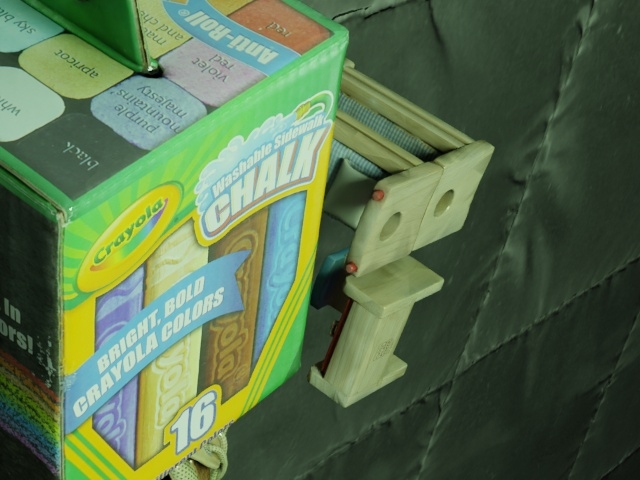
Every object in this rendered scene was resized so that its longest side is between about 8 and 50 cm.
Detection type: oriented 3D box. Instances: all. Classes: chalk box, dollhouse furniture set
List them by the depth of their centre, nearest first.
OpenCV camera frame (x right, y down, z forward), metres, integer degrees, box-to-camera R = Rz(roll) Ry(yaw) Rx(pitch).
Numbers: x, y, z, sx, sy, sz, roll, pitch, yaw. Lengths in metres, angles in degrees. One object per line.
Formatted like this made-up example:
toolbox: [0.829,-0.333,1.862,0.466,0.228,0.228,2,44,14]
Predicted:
chalk box: [-0.114,-0.038,0.765,0.179,0.180,0.289,-36,149,-38]
dollhouse furniture set: [0.000,0.000,1.081,0.129,0.129,0.183,-22,139,-51]

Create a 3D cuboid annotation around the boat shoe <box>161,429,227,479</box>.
boat shoe: [-0.118,0.132,1.032,0.324,0.120,0.122,-32,146,-43]
